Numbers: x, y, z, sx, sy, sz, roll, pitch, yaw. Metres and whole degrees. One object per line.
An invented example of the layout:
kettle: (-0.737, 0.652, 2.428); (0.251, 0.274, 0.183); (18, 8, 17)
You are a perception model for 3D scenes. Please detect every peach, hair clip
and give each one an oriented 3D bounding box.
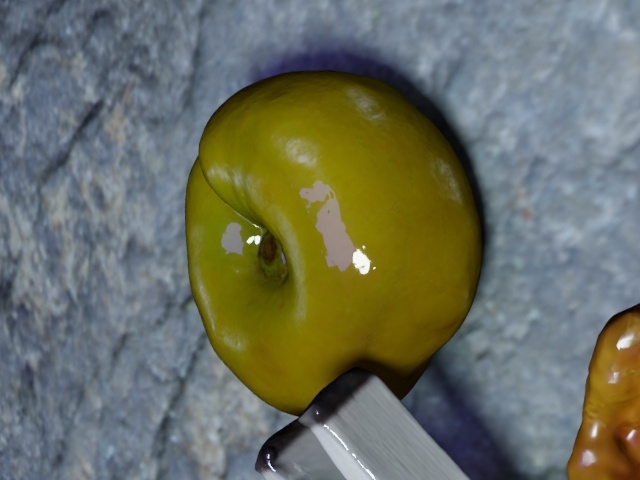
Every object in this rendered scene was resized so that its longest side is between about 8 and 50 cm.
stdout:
peach: (0.000, 0.000, 1.176); (0.251, 0.153, 0.251); (6, 98, 51)
hair clip: (0.096, 0.233, 1.077); (0.331, 0.085, 0.101); (49, 129, 4)

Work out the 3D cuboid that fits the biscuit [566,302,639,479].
biscuit: (0.208, 0.137, 0.869); (0.110, 0.318, 0.312); (14, 102, 25)
